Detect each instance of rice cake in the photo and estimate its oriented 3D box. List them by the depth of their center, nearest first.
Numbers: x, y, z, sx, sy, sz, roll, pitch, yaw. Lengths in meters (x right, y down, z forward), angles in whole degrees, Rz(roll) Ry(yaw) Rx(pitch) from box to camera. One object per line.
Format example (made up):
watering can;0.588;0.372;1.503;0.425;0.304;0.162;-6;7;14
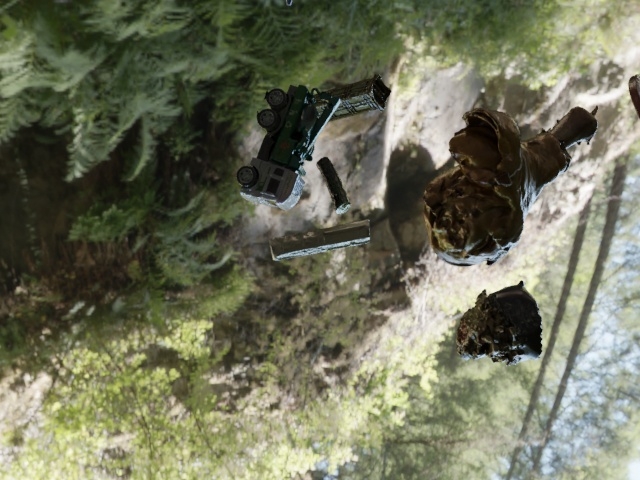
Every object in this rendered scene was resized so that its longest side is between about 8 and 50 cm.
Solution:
rice cake;0.000;0.000;1.533;0.255;0.057;0.052;-11;-171;3

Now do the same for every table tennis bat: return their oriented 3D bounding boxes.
table tennis bat;1.006;-0.311;1.824;0.268;0.051;0.415;14;-122;-38

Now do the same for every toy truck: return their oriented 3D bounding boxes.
toy truck;-0.094;-0.263;1.717;0.177;0.364;0.176;23;176;12

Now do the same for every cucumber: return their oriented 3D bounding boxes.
cucumber;0.041;-0.177;1.953;0.058;0.058;0.187;-12;-112;-24

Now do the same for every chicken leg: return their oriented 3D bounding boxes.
chicken leg;0.350;-0.144;1.133;0.409;0.295;0.182;-35;-141;-11

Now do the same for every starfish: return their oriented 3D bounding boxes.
starfish;0.997;-0.470;2.485;0.215;0.071;0.238;-9;-153;37

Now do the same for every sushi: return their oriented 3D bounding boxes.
sushi;0.476;0.234;1.699;0.218;0.239;0.225;-6;-127;2

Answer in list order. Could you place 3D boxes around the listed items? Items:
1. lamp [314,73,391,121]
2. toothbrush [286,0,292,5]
lamp;0.072;-0.453;2.038;0.325;0.089;0.090;-5;-128;43
toothbrush;-0.087;-0.723;1.534;0.021;0.270;0.027;-20;-157;-40
